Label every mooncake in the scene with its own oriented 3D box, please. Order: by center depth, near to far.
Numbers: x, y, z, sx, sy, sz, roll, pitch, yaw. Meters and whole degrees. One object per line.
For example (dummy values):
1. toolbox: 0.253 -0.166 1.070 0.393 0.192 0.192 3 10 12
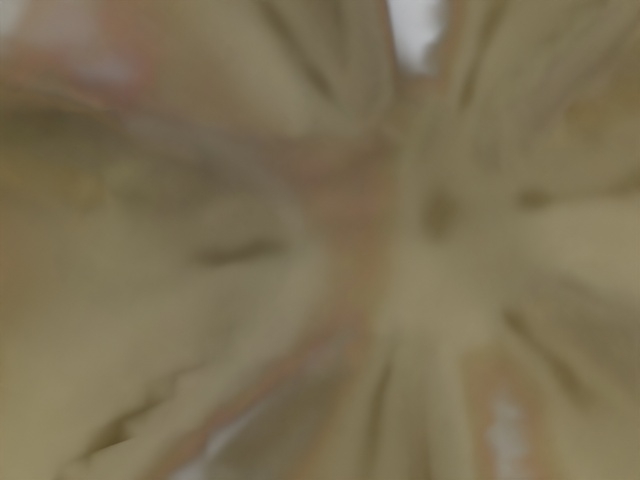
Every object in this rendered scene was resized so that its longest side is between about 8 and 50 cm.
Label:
1. mooncake: 0.000 0.000 0.538 0.262 0.467 0.466 165 116 -70
